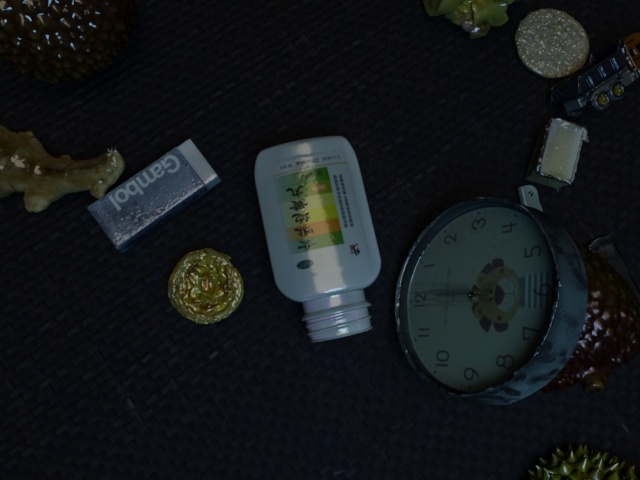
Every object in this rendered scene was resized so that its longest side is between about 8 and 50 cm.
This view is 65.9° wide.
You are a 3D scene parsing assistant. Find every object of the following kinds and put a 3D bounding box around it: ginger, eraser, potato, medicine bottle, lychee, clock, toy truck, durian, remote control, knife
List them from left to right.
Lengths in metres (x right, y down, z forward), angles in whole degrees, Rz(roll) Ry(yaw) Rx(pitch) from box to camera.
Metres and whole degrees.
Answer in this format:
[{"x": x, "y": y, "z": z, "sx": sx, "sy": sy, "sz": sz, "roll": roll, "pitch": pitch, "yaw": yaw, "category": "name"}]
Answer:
[{"x": -0.486, "y": -0.116, "z": 0.825, "sx": 0.333, "sy": 0.081, "sz": 0.148, "roll": 3, "pitch": 78, "yaw": 2, "category": "ginger"}, {"x": -0.435, "y": -0.397, "z": 0.791, "sx": 0.267, "sy": 0.267, "sz": 0.268, "roll": 1, "pitch": 81, "yaw": -4, "category": "lychee"}, {"x": -0.285, "y": -0.079, "z": 0.855, "sx": 0.212, "sy": 0.046, "sz": 0.092, "roll": -38, "pitch": 85, "yaw": -8, "category": "eraser"}, {"x": 0.000, "y": 0.000, "z": 0.827, "sx": 0.179, "sy": 0.124, "sz": 0.325, "roll": -11, "pitch": 84, "yaw": -6, "category": "medicine bottle"}, {"x": 0.235, "y": 0.083, "z": 0.742, "sx": 0.061, "sy": 0.312, "sz": 0.313, "roll": 19, "pitch": 79, "yaw": -31, "category": "clock"}, {"x": 0.399, "y": -0.023, "z": 0.906, "sx": 0.044, "sy": 0.023, "sz": 0.162, "roll": -10, "pitch": 83, "yaw": -3, "category": "knife"}, {"x": 0.370, "y": 0.112, "z": 0.788, "sx": 0.235, "sy": 0.236, "sz": 0.272, "roll": -11, "pitch": 60, "yaw": -6, "category": "lychee"}, {"x": 0.435, "y": -0.159, "z": 0.911, "sx": 0.086, "sy": 0.061, "sz": 0.122, "roll": 20, "pitch": 79, "yaw": 0, "category": "potato"}, {"x": 0.527, "y": -0.307, "z": 0.918, "sx": 0.192, "sy": 0.083, "sz": 0.092, "roll": -33, "pitch": 98, "yaw": -8, "category": "toy truck"}, {"x": 0.455, "y": 0.430, "z": 0.785, "sx": 0.305, "sy": 0.172, "sz": 0.167, "roll": -10, "pitch": 107, "yaw": -13, "category": "durian"}, {"x": 0.553, "y": 0.092, "z": 0.897, "sx": 0.059, "sy": 0.028, "sz": 0.212, "roll": -27, "pitch": 84, "yaw": -6, "category": "remote control"}]

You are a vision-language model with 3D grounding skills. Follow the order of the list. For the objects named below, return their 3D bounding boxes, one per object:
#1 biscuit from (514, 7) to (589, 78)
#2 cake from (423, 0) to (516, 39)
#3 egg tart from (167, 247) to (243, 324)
[{"x": 0.451, "y": -0.385, "z": 0.965, "sx": 0.151, "sy": 0.020, "sz": 0.152, "roll": 0, "pitch": 81, "yaw": -2, "category": "biscuit"}, {"x": 0.298, "y": -0.531, "z": 0.872, "sx": 0.222, "sy": 0.227, "sz": 0.287, "roll": -10, "pitch": 82, "yaw": -6, "category": "cake"}, {"x": -0.194, "y": 0.078, "z": 0.839, "sx": 0.128, "sy": 0.049, "sz": 0.129, "roll": 0, "pitch": 87, "yaw": -1, "category": "egg tart"}]
